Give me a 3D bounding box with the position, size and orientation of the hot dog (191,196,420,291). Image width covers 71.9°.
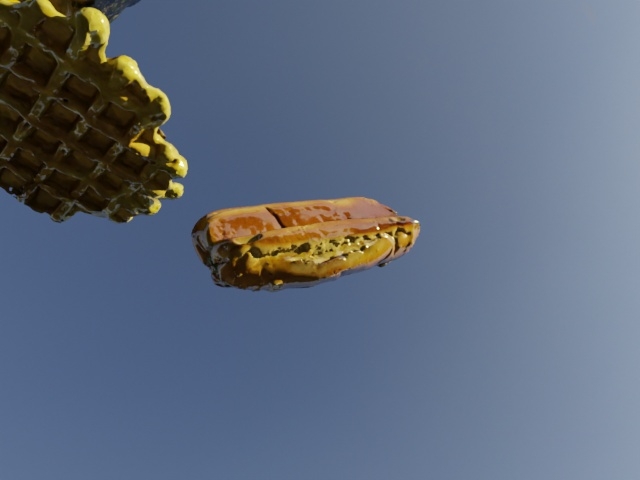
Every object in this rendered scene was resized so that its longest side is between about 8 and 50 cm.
[{"bbox_3d":[0.000,0.000,0.478,0.268,0.115,0.072,-6,-67,-32],"label":"hot dog"}]

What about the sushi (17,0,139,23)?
[{"bbox_3d":[-0.317,-0.324,0.495,0.350,0.171,0.211,-39,-65,21],"label":"sushi"}]

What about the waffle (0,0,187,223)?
[{"bbox_3d":[-0.318,-0.128,0.514,0.306,0.060,0.312,-7,-42,6],"label":"waffle"}]
